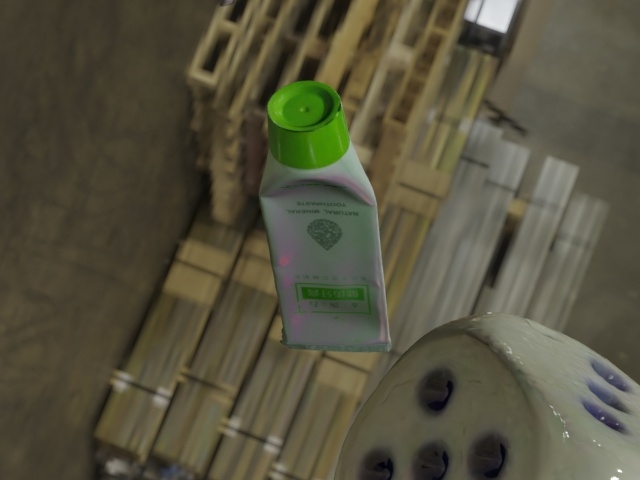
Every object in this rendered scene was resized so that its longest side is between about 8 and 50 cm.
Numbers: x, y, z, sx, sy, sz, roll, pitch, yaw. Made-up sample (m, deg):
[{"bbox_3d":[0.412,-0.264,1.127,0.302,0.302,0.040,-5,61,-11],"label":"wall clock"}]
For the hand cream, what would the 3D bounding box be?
[{"bbox_3d":[0.000,-0.001,1.070,0.050,0.079,0.275,-52,152,-30],"label":"hand cream"}]

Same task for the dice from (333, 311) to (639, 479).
[{"bbox_3d":[0.137,0.175,0.997,0.194,0.193,0.192,-58,-143,15],"label":"dice"}]

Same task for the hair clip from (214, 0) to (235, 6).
[{"bbox_3d":[-0.067,-0.294,1.197,0.187,0.146,0.056,-37,172,39],"label":"hair clip"}]
